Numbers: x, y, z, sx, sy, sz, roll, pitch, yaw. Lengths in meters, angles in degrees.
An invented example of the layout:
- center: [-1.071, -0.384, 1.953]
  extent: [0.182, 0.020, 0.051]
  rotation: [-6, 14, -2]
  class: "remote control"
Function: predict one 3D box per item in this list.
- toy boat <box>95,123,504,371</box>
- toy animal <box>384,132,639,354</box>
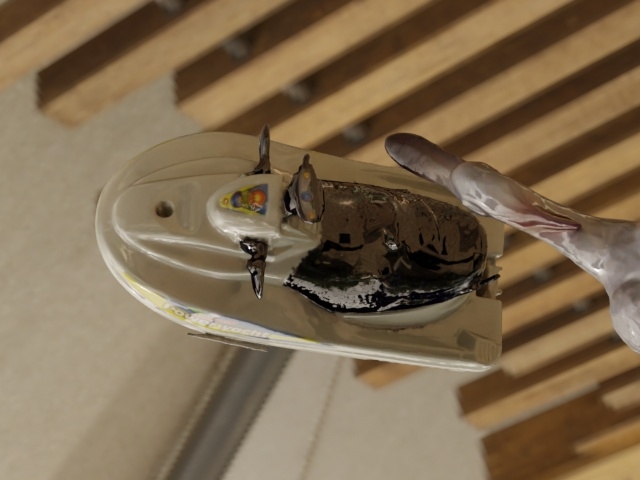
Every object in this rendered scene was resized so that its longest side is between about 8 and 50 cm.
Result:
- center: [0.002, 0.003, 1.138]
  extent: [0.269, 0.141, 0.141]
  rotation: [14, -128, -30]
  class: "toy boat"
- center: [0.198, 0.025, 0.968]
  extent: [0.324, 0.090, 0.195]
  rotation: [19, -177, -14]
  class: "toy animal"
